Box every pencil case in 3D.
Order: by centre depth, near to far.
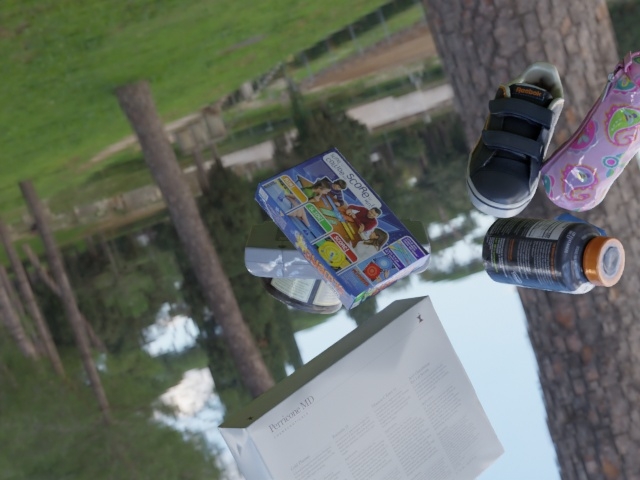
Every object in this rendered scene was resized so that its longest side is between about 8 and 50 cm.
[{"bbox_3d":[0.457,-0.171,1.656,0.124,0.124,0.284,-22,155,-36],"label":"pencil case"}]

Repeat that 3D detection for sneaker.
[{"bbox_3d":[0.330,-0.183,1.775,0.126,0.127,0.321,17,-132,10],"label":"sneaker"}]

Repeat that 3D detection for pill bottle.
[{"bbox_3d":[0.425,0.028,1.908,0.130,0.130,0.245,-23,-161,-38],"label":"pill bottle"}]

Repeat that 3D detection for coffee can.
[{"bbox_3d":[0.000,0.000,2.399,0.201,0.275,0.201,18,-159,-7],"label":"coffee can"}]

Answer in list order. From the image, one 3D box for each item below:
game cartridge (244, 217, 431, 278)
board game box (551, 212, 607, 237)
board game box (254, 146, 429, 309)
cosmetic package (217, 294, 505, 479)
[{"bbox_3d":[0.028,0.012,1.708,0.294,0.060,0.196,-1,-168,2],"label":"game cartridge"},{"bbox_3d":[0.566,0.019,2.315,0.168,0.133,0.033,30,-162,36],"label":"board game box"},{"bbox_3d":[0.028,-0.020,1.369,0.136,0.201,0.035,-28,158,-32],"label":"board game box"},{"bbox_3d":[0.072,0.294,1.549,0.377,0.284,0.097,-32,-168,-33],"label":"cosmetic package"}]
